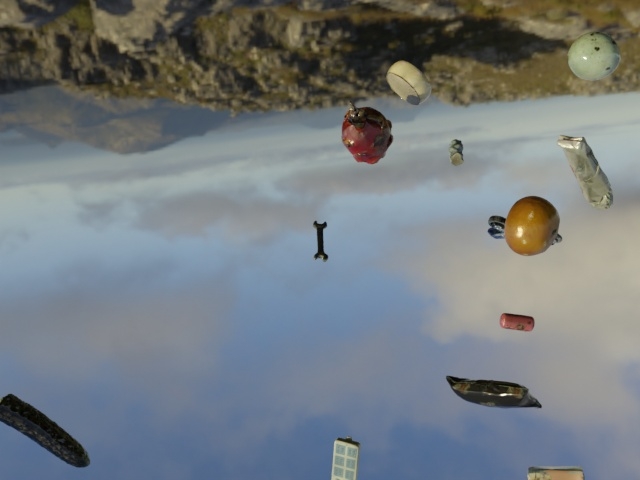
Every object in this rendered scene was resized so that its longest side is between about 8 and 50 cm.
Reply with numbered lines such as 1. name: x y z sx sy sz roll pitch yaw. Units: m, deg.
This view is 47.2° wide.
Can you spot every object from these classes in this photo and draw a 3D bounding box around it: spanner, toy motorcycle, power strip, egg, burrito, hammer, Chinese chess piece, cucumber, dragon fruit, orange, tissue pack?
1. spanner: 0.000 0.000 2.547 0.054 0.015 0.254 0 -148 -1
2. toy motorcycle: 0.563 -0.019 2.026 0.205 0.076 0.114 17 160 19
3. power strip: 0.079 0.705 2.288 0.082 0.191 0.035 9 -167 19
4. egg: 0.738 -0.495 1.973 0.131 0.131 0.164 -2 -175 35
5. burrito: 0.565 -0.145 1.552 0.064 0.203 0.064 -30 -154 16
6. hammer: 0.475 0.198 1.771 0.083 0.043 0.043 7 -173 -2
7. Chinese chess piece: 0.223 -0.398 1.849 0.051 0.122 0.122 -48 -164 -7
8. cucumber: -0.514 0.358 1.365 0.052 0.215 0.058 -48 -157 -5
9. dragon fruit: 0.103 -0.266 1.738 0.125 0.125 0.246 -38 161 7
10. orange: 0.533 -0.035 1.842 0.124 0.156 0.156 13 -163 29
11. tissue pack: 0.408 0.426 1.257 0.095 0.074 0.059 -7 167 16

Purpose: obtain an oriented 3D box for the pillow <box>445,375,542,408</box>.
1. pillow: 0.300 0.267 1.277 0.150 0.048 0.090 1 169 32

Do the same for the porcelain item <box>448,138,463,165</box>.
1. porcelain item: 0.257 -0.168 1.393 0.028 0.036 0.083 4 -154 5
